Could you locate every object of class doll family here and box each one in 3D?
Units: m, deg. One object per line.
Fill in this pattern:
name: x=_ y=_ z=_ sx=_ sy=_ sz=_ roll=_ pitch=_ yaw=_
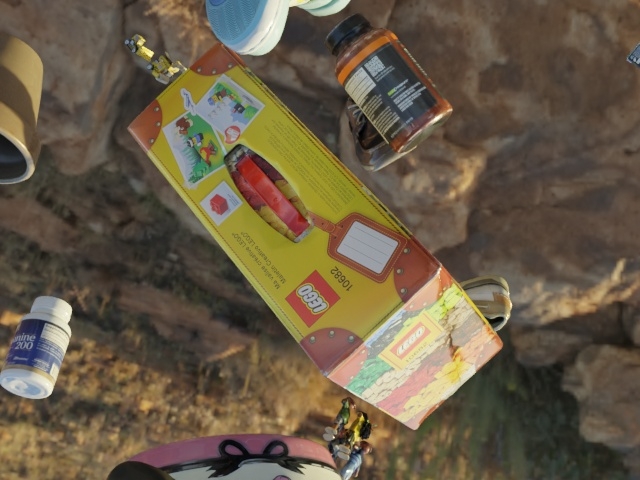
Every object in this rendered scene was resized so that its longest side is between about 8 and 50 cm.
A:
doll family: x=0.055 y=0.376 z=1.736 sx=0.076 sy=0.111 sz=0.193 roll=23 pitch=131 yaw=15

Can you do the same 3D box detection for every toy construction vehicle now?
toy construction vehicle: x=-0.259 y=-0.291 z=1.498 sx=0.035 sy=0.098 sz=0.086 roll=-46 pitch=152 yaw=12

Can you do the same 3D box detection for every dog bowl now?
dog bowl: x=-0.144 y=0.416 z=1.416 sx=0.408 sy=0.150 sz=0.408 roll=-5 pitch=152 yaw=-3

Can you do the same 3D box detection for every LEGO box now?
LEGO box: x=0.000 y=0.000 z=1.343 sx=0.193 sy=0.500 sz=0.372 roll=-43 pitch=149 yaw=2

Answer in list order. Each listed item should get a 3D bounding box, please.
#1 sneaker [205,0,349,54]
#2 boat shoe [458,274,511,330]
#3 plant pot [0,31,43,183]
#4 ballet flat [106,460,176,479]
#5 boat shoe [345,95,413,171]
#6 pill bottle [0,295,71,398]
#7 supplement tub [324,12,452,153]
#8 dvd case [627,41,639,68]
sneaker: x=-0.025 y=-0.314 z=1.126 sx=0.127 sy=0.319 sz=0.208 roll=-26 pitch=138 yaw=34
boat shoe: x=0.247 y=0.169 z=1.908 sx=0.302 sy=0.103 sz=0.113 roll=-26 pitch=124 yaw=23
plant pot: x=-0.638 y=-0.270 z=1.767 sx=0.263 sy=0.229 sz=0.263 roll=12 pitch=153 yaw=6
ballet flat: x=-0.155 y=0.379 z=1.121 sx=0.280 sy=0.095 sz=0.096 roll=51 pitch=153 yaw=3
boat shoe: x=0.103 y=-0.243 z=1.875 sx=0.132 sy=0.355 sz=0.130 roll=-32 pitch=110 yaw=7
pill bottle: x=-0.356 y=0.133 z=1.171 sx=0.067 sy=0.120 sz=0.067 roll=6 pitch=145 yaw=4
supplement tub: x=0.092 y=-0.229 z=1.323 sx=0.198 sy=0.106 sz=0.106 roll=53 pitch=145 yaw=6
dvd case: x=0.457 y=-0.227 z=1.150 sx=0.119 sy=0.013 sz=0.087 roll=36 pitch=115 yaw=3
